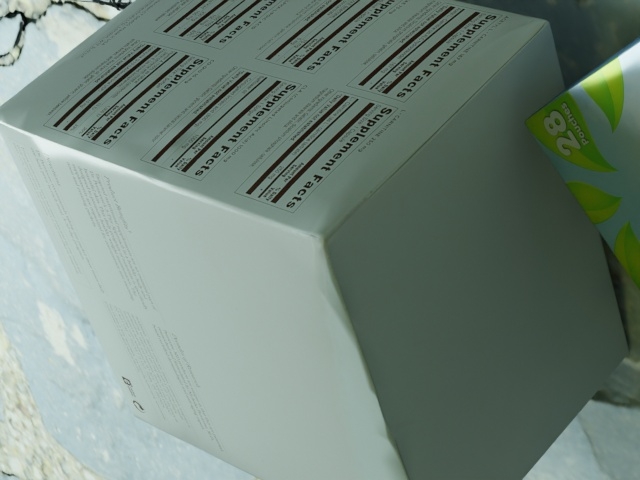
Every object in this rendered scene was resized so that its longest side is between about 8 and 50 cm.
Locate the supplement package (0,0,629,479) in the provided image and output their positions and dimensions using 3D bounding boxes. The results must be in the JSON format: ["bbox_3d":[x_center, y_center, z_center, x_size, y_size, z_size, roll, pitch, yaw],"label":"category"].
[{"bbox_3d":[0.000,0.000,0.777,0.203,0.149,0.194,20,142,40],"label":"supplement package"}]

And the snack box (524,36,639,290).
[{"bbox_3d":[0.198,-0.006,0.635,0.207,0.070,0.174,57,144,1],"label":"snack box"}]

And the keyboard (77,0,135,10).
[{"bbox_3d":[-0.131,-0.206,0.898,0.317,0.033,0.201,23,128,39],"label":"keyboard"}]
